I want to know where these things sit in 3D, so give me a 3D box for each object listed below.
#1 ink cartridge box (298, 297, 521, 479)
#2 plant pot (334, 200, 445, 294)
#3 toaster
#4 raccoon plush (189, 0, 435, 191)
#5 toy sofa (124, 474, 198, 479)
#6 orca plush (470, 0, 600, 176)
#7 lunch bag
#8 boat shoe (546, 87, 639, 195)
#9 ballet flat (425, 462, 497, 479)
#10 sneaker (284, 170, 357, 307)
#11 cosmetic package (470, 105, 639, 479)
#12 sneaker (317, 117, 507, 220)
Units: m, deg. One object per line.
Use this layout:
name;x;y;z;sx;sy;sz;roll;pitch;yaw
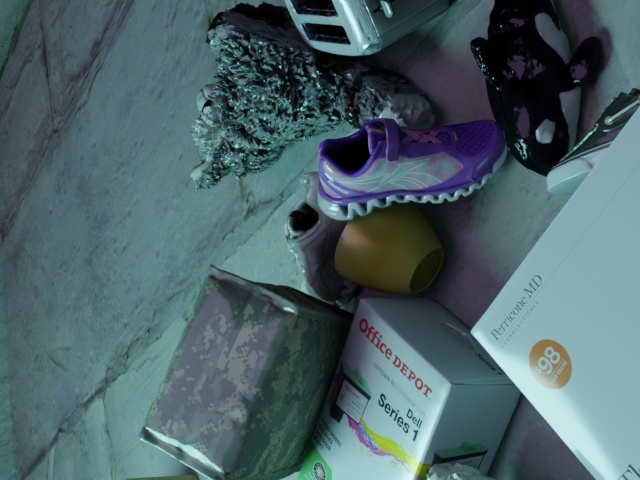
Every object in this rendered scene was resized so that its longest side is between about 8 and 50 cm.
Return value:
ink cartridge box;0.100;0.233;1.092;0.201;0.117;0.278;42;120;51
plant pot;0.098;0.015;1.131;0.095;0.134;0.134;35;117;31
toaster;0.052;-0.326;1.181;0.227;0.146;0.129;27;149;55
raccoon plush;-0.054;-0.149;1.320;0.446;0.216;0.299;51;135;47
toy sofa;-0.249;0.593;1.559;0.362;0.150;0.177;52;127;47
orca plush;0.217;-0.217;0.981;0.151;0.102;0.287;10;94;57
lunch bag;-0.065;0.179;1.177;0.169;0.287;0.235;22;88;28
boat shoe;0.307;-0.107;0.860;0.219;0.078;0.070;-28;63;43
ballet flat;0.251;0.364;0.862;0.147;0.147;0.409;-61;43;33
sneaker;0.000;0.000;1.250;0.292;0.118;0.110;107;148;-46
cosmetic package;0.327;0.045;0.733;0.284;0.097;0.377;53;130;32
sneaker;0.098;-0.100;1.055;0.104;0.237;0.095;65;-165;-45
